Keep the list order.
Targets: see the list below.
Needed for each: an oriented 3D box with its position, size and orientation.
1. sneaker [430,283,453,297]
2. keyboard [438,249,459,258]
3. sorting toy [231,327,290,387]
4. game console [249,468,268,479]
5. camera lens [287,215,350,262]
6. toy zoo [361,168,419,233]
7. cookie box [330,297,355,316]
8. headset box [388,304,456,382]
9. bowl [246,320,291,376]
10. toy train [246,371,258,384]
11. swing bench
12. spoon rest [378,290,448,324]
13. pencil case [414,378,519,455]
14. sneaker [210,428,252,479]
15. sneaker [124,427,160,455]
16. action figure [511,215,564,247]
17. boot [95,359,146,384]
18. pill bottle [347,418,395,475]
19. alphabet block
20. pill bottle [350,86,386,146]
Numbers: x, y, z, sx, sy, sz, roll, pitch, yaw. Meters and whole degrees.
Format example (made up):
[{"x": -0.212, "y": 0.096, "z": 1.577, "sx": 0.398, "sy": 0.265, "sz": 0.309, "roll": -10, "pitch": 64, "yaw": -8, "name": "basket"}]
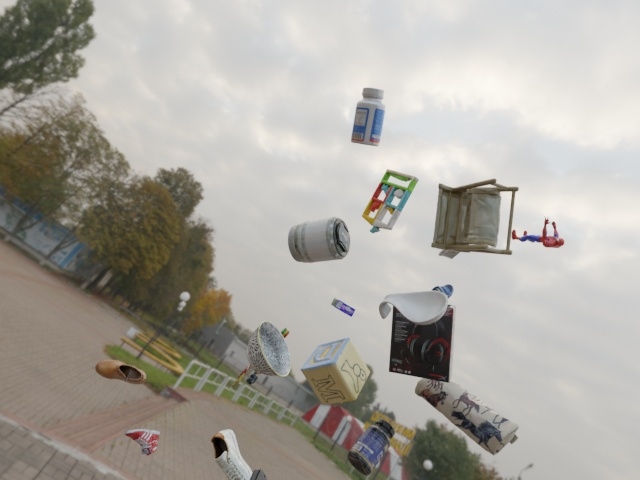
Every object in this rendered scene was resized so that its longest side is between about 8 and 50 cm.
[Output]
[{"x": 0.481, "y": 0.209, "z": 1.647, "sx": 0.053, "sy": 0.144, "sz": 0.059, "roll": 41, "pitch": -33, "yaw": 40, "name": "sneaker"}, {"x": 0.612, "y": 0.048, "z": 1.921, "sx": 0.072, "sy": 0.014, "sz": 0.256, "roll": 14, "pitch": -13, "yaw": 7, "name": "keyboard"}, {"x": -0.212, "y": 0.445, "z": 1.520, "sx": 0.046, "sy": 0.274, "sz": 0.132, "roll": 44, "pitch": 2, "yaw": -1, "name": "sorting toy"}, {"x": -0.099, "y": 0.827, "z": 1.138, "sx": 0.173, "sy": 0.250, "sz": 0.293, "roll": -17, "pitch": -77, "yaw": 17, "name": "game console"}, {"x": 0.000, "y": 0.000, "z": 2.101, "sx": 0.274, "sy": 0.219, "sz": 0.219, "roll": -8, "pitch": -40, "yaw": 26, "name": "camera lens"}, {"x": 0.292, "y": -0.165, "z": 1.813, "sx": 0.030, "sy": 0.293, "sz": 0.192, "roll": 26, "pitch": 4, "yaw": -36, "name": "toy zoo"}, {"x": 0.101, "y": 0.301, "z": 1.860, "sx": 0.092, "sy": 0.040, "sz": 0.107, "roll": 31, "pitch": -7, "yaw": -6, "name": "cookie box"}, {"x": 0.375, "y": 0.344, "z": 1.509, "sx": 0.218, "sy": 0.293, "sz": 0.110, "roll": 4, "pitch": -1, "yaw": 23, "name": "headset box"}, {"x": -0.165, "y": 0.331, "z": 1.212, "sx": 0.170, "sy": 0.080, "sz": 0.170, "roll": 57, "pitch": 15, "yaw": -24, "name": "bowl"}, {"x": -0.252, "y": 0.545, "z": 1.741, "sx": 0.036, "sy": 0.158, "sz": 0.027, "roll": 41, "pitch": -36, "yaw": 2, "name": "toy train"}, {"x": 0.569, "y": -0.084, "z": 1.538, "sx": 0.165, "sy": 0.253, "sz": 0.255, "roll": 10, "pitch": -4, "yaw": -33, "name": "swing bench"}, {"x": 0.290, "y": 0.216, "z": 1.339, "sx": 0.084, "sy": 0.137, "sz": 0.276, "roll": 52, "pitch": -33, "yaw": -17, "name": "spoon rest"}, {"x": 0.607, "y": 0.706, "z": 1.719, "sx": 0.410, "sy": 0.159, "sz": 0.184, "roll": 32, "pitch": 15, "yaw": 37, "name": "pencil case"}, {"x": -0.372, "y": 0.927, "z": 1.678, "sx": 0.290, "sy": 0.106, "sz": 0.123, "roll": 55, "pitch": 10, "yaw": 25, "name": "sneaker"}, {"x": -0.508, "y": 0.575, "z": 1.172, "sx": 0.042, "sy": 0.067, "sz": 0.118, "roll": -20, "pitch": -34, "yaw": 21, "name": "sneaker"}, {"x": 0.933, "y": -0.043, "z": 1.743, "sx": 0.092, "sy": 0.139, "sz": 0.280, "roll": 2, "pitch": 10, "yaw": -9, "name": "action figure"}, {"x": -0.748, "y": 0.484, "z": 1.537, "sx": 0.197, "sy": 0.072, "sz": 0.152, "roll": 18, "pitch": -26, "yaw": -11, "name": "boot"}, {"x": 0.227, "y": 0.895, "z": 1.798, "sx": 0.123, "sy": 0.219, "sz": 0.122, "roll": 30, "pitch": -41, "yaw": 30, "name": "pill bottle"}, {"x": 0.068, "y": 0.572, "z": 1.803, "sx": 0.193, "sy": 0.192, "sz": 0.197, "roll": -24, "pitch": -80, "yaw": 36, "name": "alphabet block"}, {"x": 0.201, "y": -0.504, "z": 1.687, "sx": 0.124, "sy": 0.221, "sz": 0.124, "roll": 9, "pitch": 13, "yaw": -2, "name": "pill bottle"}]
